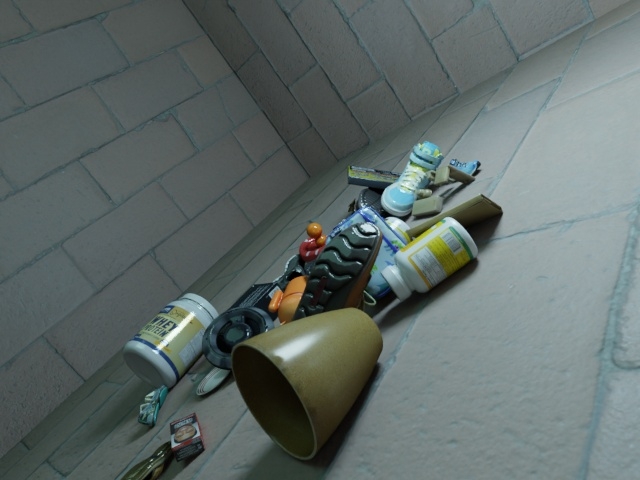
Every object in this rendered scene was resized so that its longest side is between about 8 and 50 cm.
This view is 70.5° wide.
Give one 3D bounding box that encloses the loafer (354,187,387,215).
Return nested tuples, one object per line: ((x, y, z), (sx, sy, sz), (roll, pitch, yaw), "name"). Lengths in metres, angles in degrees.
((0.206, -0.130, 1.793), (0.130, 0.134, 0.366), (-60, -6, 23), "loafer")

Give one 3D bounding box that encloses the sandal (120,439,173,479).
((-0.422, 0.572, 1.138), (0.072, 0.049, 0.180), (-18, 8, 38), "sandal")

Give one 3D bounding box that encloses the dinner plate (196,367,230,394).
((-0.326, 0.431, 1.414), (0.141, 0.017, 0.141), (-33, 15, 10), "dinner plate")

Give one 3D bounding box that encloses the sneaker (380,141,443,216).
((0.326, -0.232, 1.591), (0.319, 0.127, 0.208), (-48, -17, -45), "sneaker")

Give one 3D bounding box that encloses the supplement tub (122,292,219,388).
((-0.549, 0.372, 1.708), (0.228, 0.228, 0.316), (-24, 19, 43), "supplement tub")

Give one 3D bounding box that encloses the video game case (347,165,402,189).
((0.247, -0.251, 1.851), (0.275, 0.035, 0.248), (9, 19, 0), "video game case")

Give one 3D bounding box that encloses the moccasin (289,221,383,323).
((0.044, 0.134, 1.073), (0.139, 0.147, 0.380), (18, 82, 31), "moccasin")

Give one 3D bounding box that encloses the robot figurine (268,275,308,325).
((-0.056, 0.188, 1.322), (0.128, 0.158, 0.219), (-49, 9, 21), "robot figurine")

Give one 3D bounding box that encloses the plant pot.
((-0.004, 0.241, 0.885), (0.254, 0.237, 0.237), (-29, 7, -37), "plant pot")

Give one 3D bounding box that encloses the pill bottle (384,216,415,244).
((0.164, 0.038, 1.296), (0.215, 0.117, 0.117), (-42, 15, -23), "pill bottle")

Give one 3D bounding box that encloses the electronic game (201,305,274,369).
((-0.254, 0.298, 1.404), (0.229, 0.048, 0.229), (-6, 43, 5), "electronic game")

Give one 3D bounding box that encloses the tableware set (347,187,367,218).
((0.150, -0.143, 1.953), (0.141, 0.020, 0.168), (-49, -17, -33), "tableware set")

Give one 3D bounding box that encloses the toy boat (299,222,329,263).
((0.000, 0.000, 1.732), (0.151, 0.151, 0.231), (-42, 17, -33), "toy boat")

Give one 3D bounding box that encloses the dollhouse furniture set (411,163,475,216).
((0.406, -0.146, 1.501), (0.144, 0.123, 0.151), (-11, 64, 61), "dollhouse furniture set")

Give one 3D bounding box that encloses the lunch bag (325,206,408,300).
((0.131, 0.031, 1.182), (0.176, 0.219, 0.090), (-37, -13, -9), "lunch bag")

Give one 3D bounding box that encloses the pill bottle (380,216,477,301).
((0.249, 0.049, 1.060), (0.208, 0.117, 0.117), (-36, 14, 2), "pill bottle")

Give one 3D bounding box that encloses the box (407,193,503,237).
((0.345, -0.049, 1.153), (0.201, 0.021, 0.164), (-29, -23, 30), "box")

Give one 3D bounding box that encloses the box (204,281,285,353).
((-0.254, 0.269, 1.591), (0.261, 0.103, 0.184), (-45, 20, -30), "box")

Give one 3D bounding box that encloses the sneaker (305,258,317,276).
((0.029, 0.130, 1.304), (0.084, 0.097, 0.235), (-28, 31, -12), "sneaker")

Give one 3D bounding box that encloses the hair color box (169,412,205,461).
((-0.338, 0.493, 1.143), (0.072, 0.043, 0.141), (-19, 9, -20), "hair color box")

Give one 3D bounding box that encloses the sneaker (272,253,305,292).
((-0.096, 0.127, 1.740), (0.106, 0.078, 0.234), (-17, 23, 37), "sneaker")

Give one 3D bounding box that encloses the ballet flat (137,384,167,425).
((-0.557, 0.539, 1.496), (0.070, 0.070, 0.188), (-36, 13, 2), "ballet flat")

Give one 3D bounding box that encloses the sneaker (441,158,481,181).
((0.477, -0.248, 1.566), (0.063, 0.073, 0.162), (-44, 16, -29), "sneaker")
